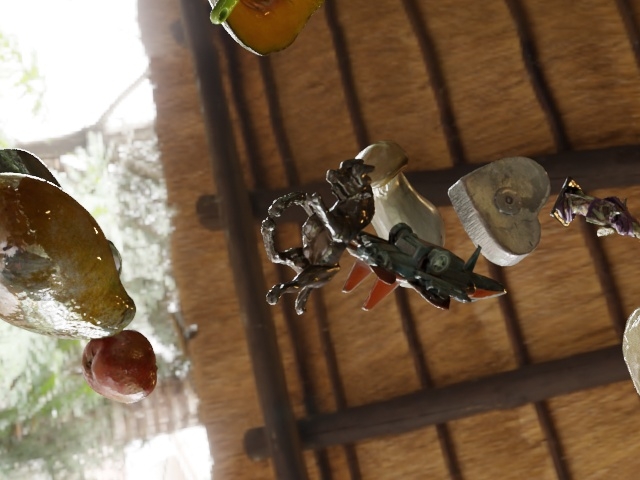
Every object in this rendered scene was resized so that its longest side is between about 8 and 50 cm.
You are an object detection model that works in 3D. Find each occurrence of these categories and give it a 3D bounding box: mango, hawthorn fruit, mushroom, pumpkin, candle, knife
[{"bbox_3d":[-0.373,0.034,1.227,0.316,0.192,0.146,53,14,-45],"label":"mango"},{"bbox_3d":[-0.313,0.196,1.417,0.128,0.128,0.128,174,-90,-65],"label":"hawthorn fruit"},{"bbox_3d":[0.138,-0.051,1.584,0.329,0.122,0.159,59,16,-44],"label":"mushroom"},{"bbox_3d":[-0.119,-0.387,1.542,0.130,0.254,0.149,10,-85,46],"label":"pumpkin"},{"bbox_3d":[0.301,-0.062,1.531,0.068,0.168,0.192,129,-21,-64],"label":"candle"},{"bbox_3d":[-0.058,-0.298,0.926,0.026,0.022,0.184,31,-95,39],"label":"knife"}]

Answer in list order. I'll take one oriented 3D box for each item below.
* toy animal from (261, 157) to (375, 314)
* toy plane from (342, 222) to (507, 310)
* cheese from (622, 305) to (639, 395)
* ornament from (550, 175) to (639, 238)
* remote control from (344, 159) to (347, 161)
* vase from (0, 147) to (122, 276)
[{"bbox_3d":[0.000,0.000,1.198,0.084,0.148,0.233,35,-72,47],"label":"toy animal"},{"bbox_3d":[0.167,0.043,1.301,0.223,0.326,0.104,39,-62,48],"label":"toy plane"},{"bbox_3d":[0.570,0.210,1.377,0.247,0.251,0.174,33,-16,11],"label":"cheese"},{"bbox_3d":[0.517,-0.045,1.613,0.203,0.081,0.088,28,-88,46],"label":"ornament"},{"bbox_3d":[0.074,-0.151,1.907,0.034,0.016,0.091,65,14,15],"label":"remote control"},{"bbox_3d":[-0.456,-0.014,1.472,0.321,0.173,0.173,35,-52,39],"label":"vase"}]
